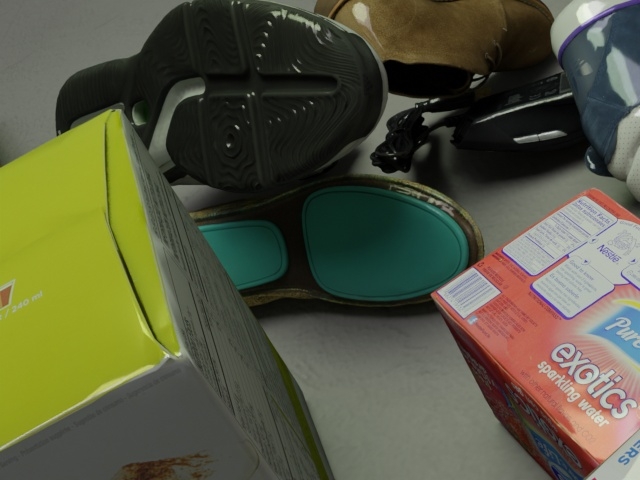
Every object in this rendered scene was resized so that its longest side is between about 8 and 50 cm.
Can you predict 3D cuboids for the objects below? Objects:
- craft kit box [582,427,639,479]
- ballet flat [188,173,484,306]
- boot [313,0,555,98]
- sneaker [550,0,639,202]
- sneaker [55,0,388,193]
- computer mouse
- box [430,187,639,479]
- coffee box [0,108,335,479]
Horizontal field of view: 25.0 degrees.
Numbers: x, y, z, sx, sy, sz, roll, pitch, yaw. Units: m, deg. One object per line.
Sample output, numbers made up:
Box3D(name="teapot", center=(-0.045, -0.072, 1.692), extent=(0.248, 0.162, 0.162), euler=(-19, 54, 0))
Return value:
Box3D(name="craft kit box", center=(0.233, 0.178, 0.771), extent=(0.246, 0.250, 0.061), euler=(-42, 36, -15))
Box3D(name="ballet flat", center=(0.000, 0.000, 1.322), extent=(0.348, 0.123, 0.123), euler=(-6, 40, 29))
Box3D(name="boot", center=(0.131, -0.177, 1.370), extent=(0.112, 0.305, 0.115), euler=(-51, 58, 34))
Box3D(name="sneaker", center=(0.370, -0.120, 1.205), extent=(0.323, 0.130, 0.236), euler=(-13, 59, -16))
Box3D(name="sneaker", center=(-0.037, -0.135, 1.348), extent=(0.257, 0.169, 0.447), euler=(-10, 4, -38))
Box3D(name="computer mouse", center=(0.181, -0.115, 1.380), extent=(0.262, 0.060, 0.184), euler=(-18, 15, 11))
Box3D(name="box", center=(0.222, 0.107, 0.966), extent=(0.154, 0.142, 0.300), euler=(-34, 34, -6))
Box3D(name="coffee box", center=(-0.189, 0.174, 1.019), extent=(0.337, 0.334, 0.338), euler=(-29, 33, 3))
